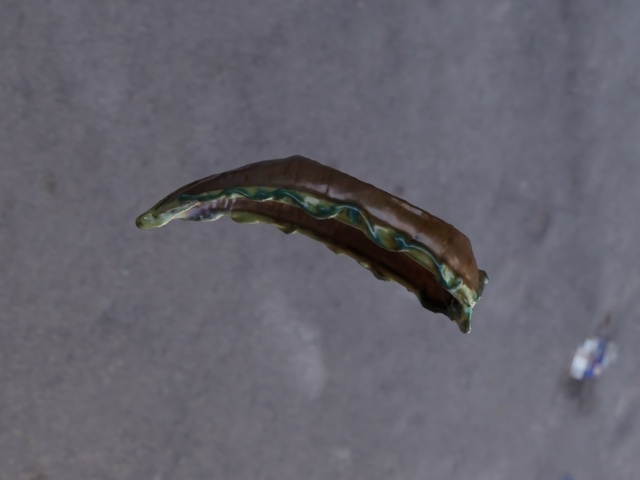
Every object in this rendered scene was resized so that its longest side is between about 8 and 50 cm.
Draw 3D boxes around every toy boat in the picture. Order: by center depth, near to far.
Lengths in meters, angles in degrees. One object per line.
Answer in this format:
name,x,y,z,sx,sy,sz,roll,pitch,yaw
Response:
toy boat,0.001,-0.011,1.419,0.108,0.293,0.099,121,-13,-77
